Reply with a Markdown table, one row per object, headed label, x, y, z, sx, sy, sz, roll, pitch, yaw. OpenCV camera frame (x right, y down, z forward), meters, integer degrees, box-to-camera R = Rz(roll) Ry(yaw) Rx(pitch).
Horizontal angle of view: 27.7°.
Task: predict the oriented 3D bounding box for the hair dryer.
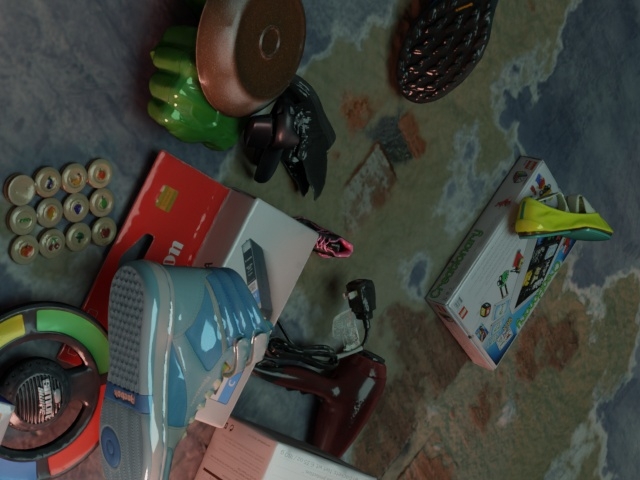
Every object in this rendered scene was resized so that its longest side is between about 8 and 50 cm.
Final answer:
| label | x | y | z | sx | sy | sz | roll | pitch | yaw |
| --- | --- | --- | --- | --- | --- | --- | --- | --- | --- |
| hair dryer | -0.006 | 0.205 | 1.890 | 0.223 | 0.080 | 0.294 | -19 | 112 | -20 |

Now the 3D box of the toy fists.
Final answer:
| label | x | y | z | sx | sy | sz | roll | pitch | yaw |
| --- | --- | --- | --- | --- | --- | --- | --- | --- | --- |
| toy fists | -0.125 | -0.253 | 1.595 | 0.142 | 0.096 | 0.279 | 39 | 73 | -57 |

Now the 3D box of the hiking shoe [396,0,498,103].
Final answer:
| label | x | y | z | sx | sy | sz | roll | pitch | yaw |
| --- | --- | --- | --- | --- | --- | --- | --- | --- | --- |
| hiking shoe | 0.210 | -0.336 | 1.885 | 0.304 | 0.113 | 0.132 | -62 | 177 | 12 |

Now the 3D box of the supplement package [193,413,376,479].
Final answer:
| label | x | y | z | sx | sy | sz | roll | pitch | yaw |
| --- | --- | --- | --- | --- | --- | --- | --- | --- | --- |
| supplement package | -0.084 | 0.411 | 1.756 | 0.177 | 0.175 | 0.293 | 25 | 84 | -30 |

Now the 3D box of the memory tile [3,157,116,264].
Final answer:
| label | x | y | z | sx | sy | sz | roll | pitch | yaw |
| --- | --- | --- | --- | --- | --- | --- | --- | --- | --- |
| memory tile | -0.306 | -0.036 | 1.540 | 0.148 | 0.012 | 0.113 | -15 | 113 | -41 |

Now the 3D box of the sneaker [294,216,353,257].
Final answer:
| label | x | y | z | sx | sy | sz | roll | pitch | yaw |
| --- | --- | --- | --- | --- | --- | --- | --- | --- | --- |
| sneaker | 0.000 | 0.000 | 1.823 | 0.119 | 0.057 | 0.047 | 16 | 93 | -45 |

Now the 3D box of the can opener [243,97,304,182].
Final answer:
| label | x | y | z | sx | sy | sz | roll | pitch | yaw |
| --- | --- | --- | --- | --- | --- | --- | --- | --- | --- |
| can opener | -0.064 | -0.128 | 1.660 | 0.073 | 0.186 | 0.059 | 8 | 71 | -6 |

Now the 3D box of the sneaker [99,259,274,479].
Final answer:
| label | x | y | z | sx | sy | sz | roll | pitch | yaw |
| --- | --- | --- | --- | --- | --- | --- | --- | --- | --- |
| sneaker | -0.152 | 0.177 | 1.580 | 0.208 | 0.127 | 0.319 | -4 | 107 | -39 |

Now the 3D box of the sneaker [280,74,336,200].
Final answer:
| label | x | y | z | sx | sy | sz | roll | pitch | yaw |
| --- | --- | --- | --- | --- | --- | --- | --- | --- | --- |
| sneaker | -0.029 | -0.141 | 1.754 | 0.089 | 0.051 | 0.170 | -56 | 137 | -23 |

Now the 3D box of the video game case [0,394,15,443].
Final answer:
| label | x | y | z | sx | sy | sz | roll | pitch | yaw |
| --- | --- | --- | --- | --- | --- | --- | --- | --- | --- |
| video game case | -0.493 | 0.250 | 1.378 | 0.269 | 0.061 | 0.244 | 23 | 86 | -36 |

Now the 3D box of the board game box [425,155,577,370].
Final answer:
| label | x | y | z | sx | sy | sz | roll | pitch | yaw |
| --- | --- | --- | --- | --- | --- | --- | --- | --- | --- |
| board game box | 0.310 | 0.037 | 2.143 | 0.305 | 0.053 | 0.193 | -54 | 132 | -18 |

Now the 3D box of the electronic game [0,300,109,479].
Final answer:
| label | x | y | z | sx | sy | sz | roll | pitch | yaw |
| --- | --- | --- | --- | --- | --- | --- | --- | --- | --- |
| electronic game | -0.338 | 0.182 | 1.533 | 0.229 | 0.048 | 0.229 | -11 | 109 | -33 |

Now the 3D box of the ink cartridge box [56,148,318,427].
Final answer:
| label | x | y | z | sx | sy | sz | roll | pitch | yaw |
| --- | --- | --- | --- | --- | --- | --- | --- | --- | --- |
| ink cartridge box | -0.162 | 0.069 | 1.666 | 0.261 | 0.066 | 0.296 | 30 | 85 | -46 |

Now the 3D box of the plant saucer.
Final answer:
| label | x | y | z | sx | sy | sz | roll | pitch | yaw |
| --- | --- | --- | --- | --- | --- | --- | --- | --- | --- |
| plant saucer | -0.072 | -0.241 | 1.559 | 0.198 | 0.036 | 0.199 | -31 | 129 | -48 |

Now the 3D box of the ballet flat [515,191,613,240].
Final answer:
| label | x | y | z | sx | sy | sz | roll | pitch | yaw |
| --- | --- | --- | --- | --- | --- | --- | --- | --- | --- |
| ballet flat | 0.403 | -0.039 | 2.126 | 0.231 | 0.077 | 0.077 | 1 | 84 | -42 |
